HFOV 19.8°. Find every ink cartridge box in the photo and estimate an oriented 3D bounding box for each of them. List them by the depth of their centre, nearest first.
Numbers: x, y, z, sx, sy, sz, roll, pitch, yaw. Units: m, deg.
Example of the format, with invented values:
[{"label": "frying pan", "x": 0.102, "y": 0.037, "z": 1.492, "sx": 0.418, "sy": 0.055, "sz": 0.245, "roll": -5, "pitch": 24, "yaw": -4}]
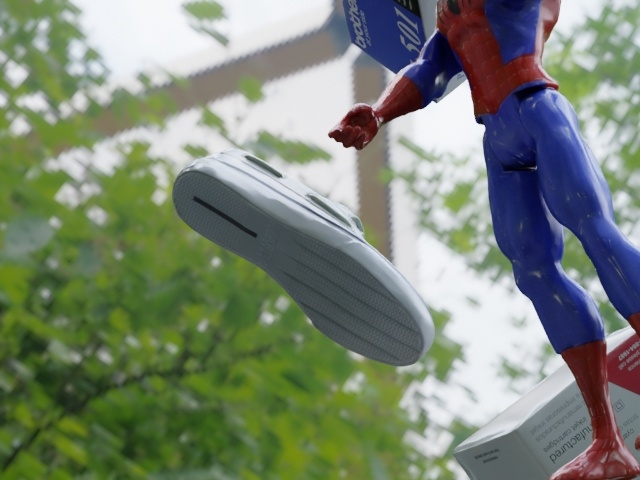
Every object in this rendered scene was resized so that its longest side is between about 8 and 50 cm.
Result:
[{"label": "ink cartridge box", "x": 0.197, "y": 0.161, "z": 1.149, "sx": 0.176, "sy": 0.128, "sz": 0.127, "roll": 54, "pitch": -19, "yaw": 2}, {"label": "ink cartridge box", "x": 0.052, "y": -0.197, "z": 1.288, "sx": 0.097, "sy": 0.046, "sz": 0.207, "roll": 39, "pitch": -20, "yaw": 33}]

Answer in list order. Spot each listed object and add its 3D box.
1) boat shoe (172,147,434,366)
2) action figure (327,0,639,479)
[{"label": "boat shoe", "x": 0.000, "y": 0.000, "z": 1.347, "sx": 0.226, "sy": 0.076, "sz": 0.083, "roll": 38, "pitch": -48, "yaw": 9}, {"label": "action figure", "x": 0.064, "y": -0.038, "z": 0.769, "sx": 0.139, "sy": 0.280, "sz": 0.091, "roll": 1, "pitch": -24, "yaw": -36}]
